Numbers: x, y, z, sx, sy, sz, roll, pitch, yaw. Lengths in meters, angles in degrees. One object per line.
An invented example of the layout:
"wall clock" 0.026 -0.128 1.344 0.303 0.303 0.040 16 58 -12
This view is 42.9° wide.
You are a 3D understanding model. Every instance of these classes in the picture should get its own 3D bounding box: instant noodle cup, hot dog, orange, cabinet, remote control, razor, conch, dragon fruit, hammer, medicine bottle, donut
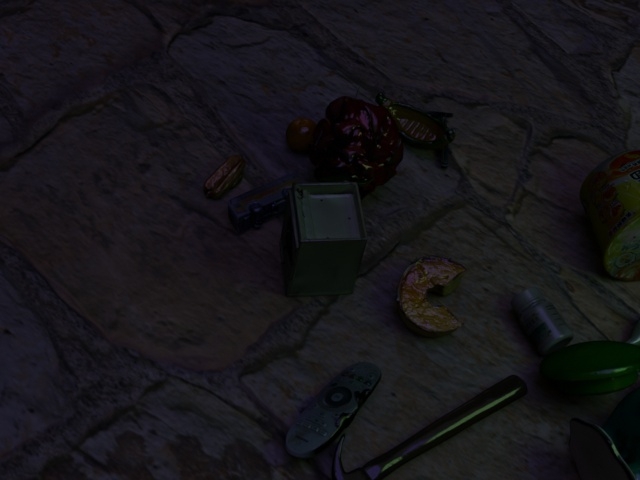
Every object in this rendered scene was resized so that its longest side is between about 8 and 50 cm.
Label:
"instant noodle cup" 0.711 -0.067 1.809 0.265 0.264 0.200 -5 49 -12
"hot dog" -0.214 -0.141 1.845 0.056 0.041 0.133 34 65 15
"orange" -0.042 -0.249 1.924 0.083 0.070 0.083 -4 38 3
"cabinet" 0.000 0.000 1.670 0.150 0.206 0.145 -1 56 -10
"remote control" 0.028 0.320 1.541 0.097 0.045 0.256 17 46 39
"razor" 0.300 -0.254 2.003 0.066 0.033 0.190 6 55 -3
"conch" 0.710 0.193 1.738 0.180 0.088 0.065 -35 22 -18
"dragon fruit" 0.077 -0.237 1.835 0.234 0.233 0.293 2 62 -7
"hammer" 0.216 0.371 1.543 0.440 0.044 0.168 -23 63 -23
"medicine bottle" 0.459 0.167 1.699 0.080 0.080 0.130 -19 60 -20
"donut" 0.225 0.120 1.704 0.146 0.078 0.181 9 60 -1

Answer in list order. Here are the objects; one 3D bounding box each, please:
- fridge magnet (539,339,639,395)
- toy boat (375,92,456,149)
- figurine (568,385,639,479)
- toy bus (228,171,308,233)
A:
"fridge magnet" 0.537 0.247 1.602 0.208 0.208 0.088 -11 93 -16
"toy boat" 0.228 -0.282 1.966 0.230 0.088 0.089 30 71 24
"figurine" 0.656 0.360 1.498 0.340 0.231 0.323 -18 31 -15
"toy bus" -0.116 -0.087 1.804 0.191 0.064 0.075 -26 57 -24
